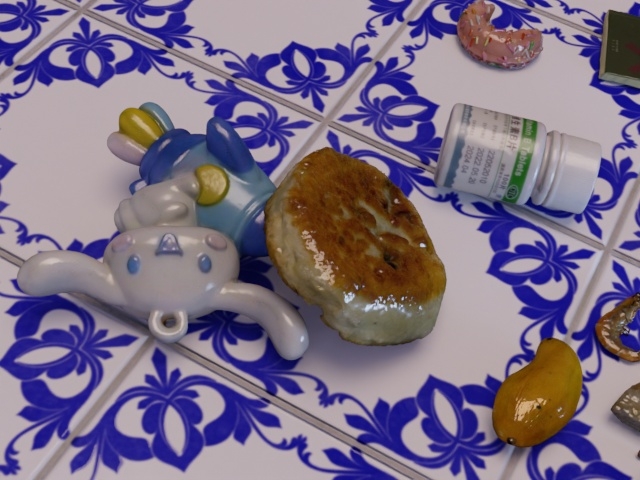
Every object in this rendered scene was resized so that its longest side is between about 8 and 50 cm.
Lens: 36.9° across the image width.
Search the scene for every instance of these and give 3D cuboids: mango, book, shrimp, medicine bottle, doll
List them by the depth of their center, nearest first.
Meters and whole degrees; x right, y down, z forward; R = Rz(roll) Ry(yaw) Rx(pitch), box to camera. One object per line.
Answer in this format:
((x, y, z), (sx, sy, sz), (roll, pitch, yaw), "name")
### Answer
((0.292, 0.206, 1.276), (0.098, 0.075, 0.190), (37, 49, 14), "mango")
((-0.179, -0.031, 1.328), (0.376, 0.187, 0.365), (22, 58, -19), "doll")
((0.455, 0.123, 1.391), (0.091, 0.025, 0.127), (34, 59, 18), "shrimp")
((0.305, -0.124, 1.498), (0.237, 0.139, 0.139), (15, 51, 5), "medicine bottle")
((0.665, -0.332, 1.781), (0.289, 0.026, 0.201), (14, 50, 4), "book")

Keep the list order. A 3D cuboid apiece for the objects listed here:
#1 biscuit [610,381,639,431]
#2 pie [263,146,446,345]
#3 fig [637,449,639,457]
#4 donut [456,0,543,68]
((0.542, 0.253, 1.290), (0.290, 0.038, 0.141), (27, 53, 12), "biscuit")
((0.056, 0.002, 1.302), (0.315, 0.092, 0.315), (30, 40, -29), "pie")
((0.464, 0.316, 1.193), (0.128, 0.150, 0.128), (15, 64, -34), "fig")
((0.316, -0.367, 1.739), (0.166, 0.065, 0.117), (25, 52, 15), "donut")
